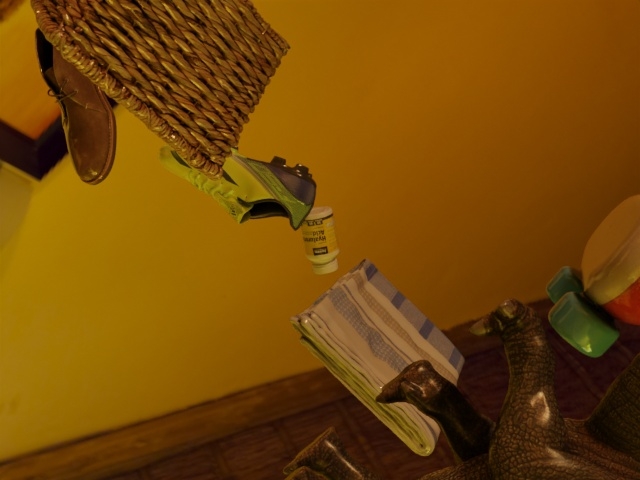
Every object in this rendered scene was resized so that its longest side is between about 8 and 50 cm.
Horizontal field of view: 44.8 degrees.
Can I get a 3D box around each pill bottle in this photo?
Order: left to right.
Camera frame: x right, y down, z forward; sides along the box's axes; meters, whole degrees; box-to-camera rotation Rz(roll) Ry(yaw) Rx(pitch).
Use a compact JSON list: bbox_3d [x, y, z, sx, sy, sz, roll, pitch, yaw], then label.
[{"bbox_3d":[0.000,0.000,1.438,0.065,0.065,0.116,-1,-72,35],"label":"pill bottle"}]

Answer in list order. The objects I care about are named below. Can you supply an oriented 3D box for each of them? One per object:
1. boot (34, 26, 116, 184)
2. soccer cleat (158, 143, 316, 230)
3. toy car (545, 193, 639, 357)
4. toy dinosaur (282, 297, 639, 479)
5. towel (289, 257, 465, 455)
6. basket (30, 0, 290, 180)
[{"bbox_3d":[-0.438,-0.244,1.362,0.112,0.115,0.305,-19,-104,24],"label":"boot"},{"bbox_3d":[-0.149,-0.093,1.295,0.289,0.093,0.121,15,-98,14],"label":"soccer cleat"},{"bbox_3d":[0.412,0.061,0.854,0.238,0.210,0.219,38,-71,4],"label":"toy car"},{"bbox_3d":[0.077,0.130,0.342,0.314,0.121,0.160,-37,-97,-8],"label":"toy dinosaur"},{"bbox_3d":[0.086,0.126,0.949,0.209,0.285,0.034,44,-69,5],"label":"towel"},{"bbox_3d":[-0.229,-0.248,0.986,0.214,0.299,0.223,15,-106,40],"label":"basket"}]
